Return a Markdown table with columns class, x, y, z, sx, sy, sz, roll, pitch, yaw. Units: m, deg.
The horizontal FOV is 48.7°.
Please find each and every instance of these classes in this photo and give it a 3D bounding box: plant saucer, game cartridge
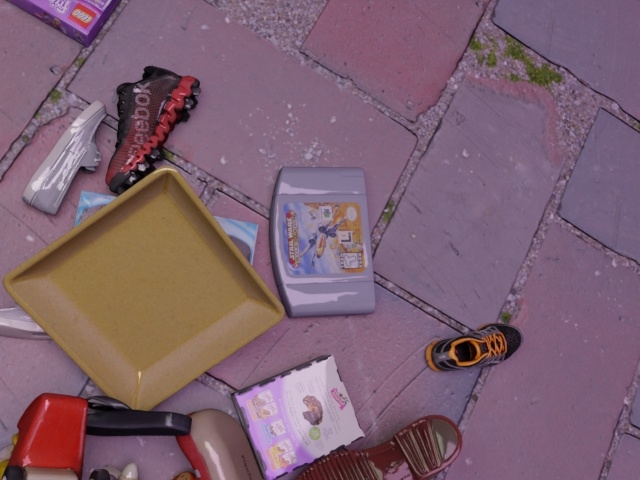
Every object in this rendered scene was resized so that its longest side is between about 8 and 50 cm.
| class | x | y | z | sx | sy | sz | roll | pitch | yaw |
| --- | --- | --- | --- | --- | --- | --- | --- | --- | --- |
| plant saucer | -0.284 | 0.083 | 1.186 | 0.333 | 0.081 | 0.333 | -34 | 112 | 3 |
| game cartridge | 0.000 | 0.000 | 1.383 | 0.198 | 0.062 | 0.297 | -1 | 79 | -21 |

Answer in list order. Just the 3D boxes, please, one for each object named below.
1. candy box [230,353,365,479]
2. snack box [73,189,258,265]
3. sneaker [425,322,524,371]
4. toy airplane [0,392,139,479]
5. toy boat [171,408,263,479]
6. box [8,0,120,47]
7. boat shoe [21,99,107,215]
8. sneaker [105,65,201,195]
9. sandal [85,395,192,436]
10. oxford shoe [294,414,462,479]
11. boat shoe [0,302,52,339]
| class | x | y | z | sx | sy | sz | roll | pitch | yaw |
| --- | --- | --- | --- | --- | --- | --- | --- | --- | --- |
| candy box | -0.042 | 0.320 | 1.292 | 0.196 | 0.070 | 0.164 | -20 | 84 | -19 |
| snack box | -0.286 | 0.034 | 1.286 | 0.322 | 0.060 | 0.187 | 10 | 77 | -14 |
| sneaker | 0.321 | 0.217 | 1.414 | 0.215 | 0.083 | 0.084 | -14 | 81 | -20 |
| toy airplane | -0.456 | 0.430 | 1.074 | 0.384 | 0.272 | 0.386 | -30 | 123 | -11 |
| toy boat | -0.193 | 0.409 | 1.210 | 0.151 | 0.151 | 0.231 | -23 | 85 | 10 |
| box | -0.518 | -0.527 | 1.337 | 0.293 | 0.057 | 0.201 | 30 | 71 | -8 |
| boat shoe | -0.441 | -0.147 | 1.277 | 0.081 | 0.079 | 0.227 | 35 | 76 | -17 |
| sneaker | -0.335 | -0.211 | 1.302 | 0.135 | 0.097 | 0.276 | 29 | 68 | -8 |
| sandal | -0.331 | 0.290 | 1.171 | 0.255 | 0.097 | 0.054 | -2 | 64 | 12 |
| oxford shoe | 0.099 | 0.436 | 1.287 | 0.348 | 0.130 | 0.123 | -22 | 63 | 0 |
| boat shoe | -0.490 | 0.129 | 1.208 | 0.184 | 0.066 | 0.063 | 4 | 63 | -13 |
